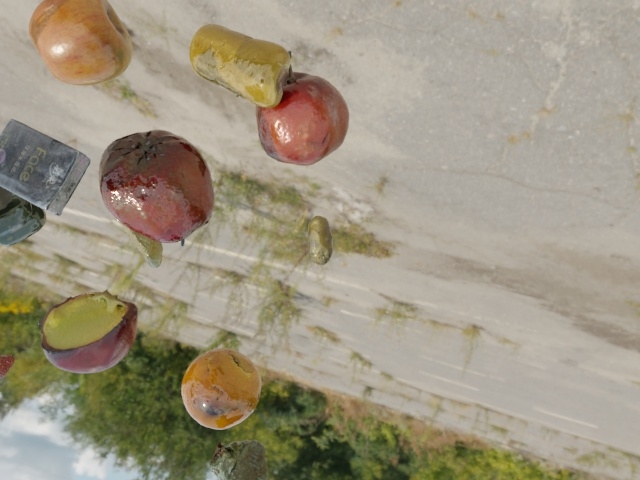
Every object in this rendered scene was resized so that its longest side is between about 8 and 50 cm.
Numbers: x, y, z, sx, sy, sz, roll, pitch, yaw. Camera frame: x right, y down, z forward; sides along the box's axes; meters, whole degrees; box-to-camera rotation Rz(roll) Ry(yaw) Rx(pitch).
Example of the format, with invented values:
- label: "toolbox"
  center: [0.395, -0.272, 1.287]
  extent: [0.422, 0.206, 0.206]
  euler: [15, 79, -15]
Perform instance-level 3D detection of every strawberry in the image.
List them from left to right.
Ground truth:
- label: "strawberry"
  center: [-0.903, 0.349, 1.656]
  extent: [0.073, 0.083, 0.073]
  euler: [13, 126, 19]

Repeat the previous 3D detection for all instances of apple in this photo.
- label: "apple"
  center: [-0.736, -0.613, 1.801]
  extent: [0.275, 0.299, 0.299]
  euler: [-23, 160, -3]

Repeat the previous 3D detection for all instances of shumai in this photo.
- label: "shumai"
  center: [-0.260, 0.693, 1.775]
  extent: [0.141, 0.184, 0.184]
  euler: [-9, 149, 37]

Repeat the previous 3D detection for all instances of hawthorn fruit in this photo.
- label: "hawthorn fruit"
  center: [-0.367, -0.096, 1.360]
  extent: [0.254, 0.254, 0.300]
  euler: [13, 132, 20]
- label: "hawthorn fruit"
  center: [-0.056, -0.323, 1.426]
  extent: [0.241, 0.242, 0.272]
  euler: [11, 137, 26]

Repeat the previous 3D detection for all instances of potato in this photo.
- label: "potato"
  center: [0.000, 0.000, 0.975]
  extent: [0.040, 0.083, 0.051]
  euler: [-1, -172, 8]

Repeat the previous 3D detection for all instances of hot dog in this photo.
- label: "hot dog"
  center: [-0.592, -0.022, 1.949]
  extent: [0.243, 0.073, 0.084]
  euler: [55, 149, -3]

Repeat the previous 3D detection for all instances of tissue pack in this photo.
- label: "tissue pack"
  center: [-0.477, -0.124, 0.988]
  extent: [0.156, 0.112, 0.051]
  euler: [25, 174, 14]

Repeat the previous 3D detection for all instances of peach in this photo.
- label: "peach"
  center: [-0.741, 0.312, 1.972]
  extent: [0.361, 0.258, 0.201]
  euler: [-17, 135, 8]

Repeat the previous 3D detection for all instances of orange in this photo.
- label: "orange"
  center: [-0.303, 0.455, 1.821]
  extent: [0.246, 0.246, 0.246]
  euler: [18, 163, 6]

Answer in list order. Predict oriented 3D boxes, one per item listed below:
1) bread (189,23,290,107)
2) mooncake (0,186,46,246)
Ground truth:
- label: "bread"
  center: [-0.196, -0.408, 1.360]
  extent: [0.305, 0.142, 0.091]
  euler: [30, -160, 35]
- label: "mooncake"
  center: [-0.597, -0.080, 1.102]
  extent: [0.175, 0.104, 0.168]
  euler: [61, 174, -19]
